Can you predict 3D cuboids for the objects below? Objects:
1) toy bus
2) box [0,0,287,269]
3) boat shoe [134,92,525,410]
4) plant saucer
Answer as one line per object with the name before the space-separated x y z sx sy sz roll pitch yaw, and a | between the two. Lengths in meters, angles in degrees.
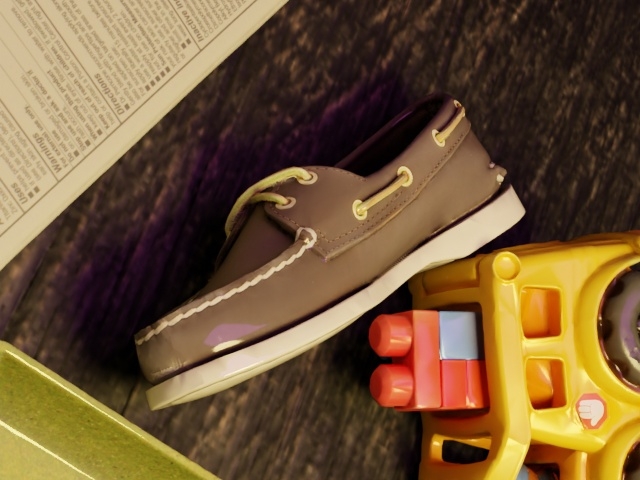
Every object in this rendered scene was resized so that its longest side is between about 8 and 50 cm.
toy bus | 0.123 0.106 1.120 0.211 0.149 0.220 -1 84 -28
box | -0.150 -0.110 0.930 0.311 0.121 0.148 -46 111 -37
boat shoe | 0.000 0.000 1.047 0.324 0.116 0.096 -29 96 -45
plant saucer | -0.142 0.178 0.925 0.188 0.045 0.188 37 58 -29
